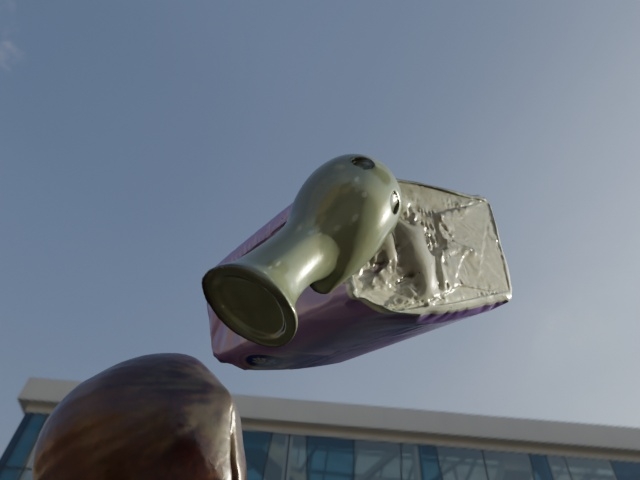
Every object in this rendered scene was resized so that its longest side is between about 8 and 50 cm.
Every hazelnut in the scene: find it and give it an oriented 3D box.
[{"bbox_3d":[-0.354,0.432,1.060,0.403,0.429,0.402,-13,-45,-14],"label":"hazelnut"}]

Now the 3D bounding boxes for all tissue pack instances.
[{"bbox_3d":[0.030,0.058,0.677,0.242,0.160,0.338,3,-22,-33],"label":"tissue pack"}]

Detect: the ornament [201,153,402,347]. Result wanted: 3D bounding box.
[{"bbox_3d":[0.000,0.000,0.368,0.075,0.156,0.081,-2,-59,41],"label":"ornament"}]
